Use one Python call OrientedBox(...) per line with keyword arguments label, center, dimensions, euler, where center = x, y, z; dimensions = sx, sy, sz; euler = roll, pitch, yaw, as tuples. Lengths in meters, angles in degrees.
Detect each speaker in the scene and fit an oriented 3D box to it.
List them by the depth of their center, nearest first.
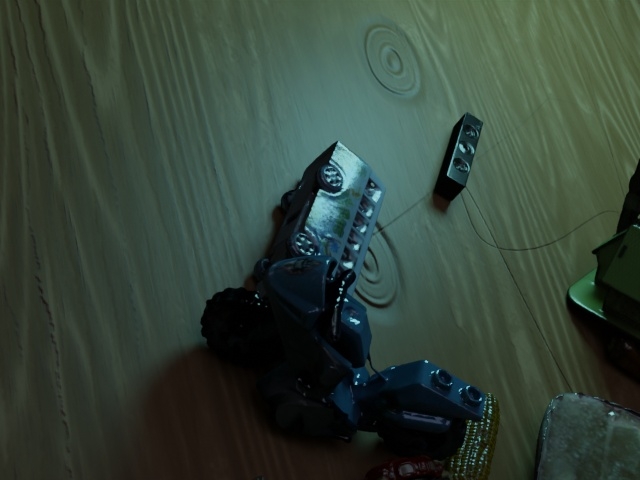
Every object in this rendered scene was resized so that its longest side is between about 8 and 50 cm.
OrientedBox(label="speaker", center=(0.245, -0.150, 2.274), dimensions=(0.040, 0.046, 0.191), euler=(31, 43, -10))

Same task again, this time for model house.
OrientedBox(label="model house", center=(0.569, 0.009, 2.152), dimensions=(0.218, 0.278, 0.205), euler=(31, 39, 28))

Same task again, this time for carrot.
OrientedBox(label="carrot", center=(0.554, 0.217, 2.178), dimensions=(0.161, 0.055, 0.055), euler=(39, 43, -10))

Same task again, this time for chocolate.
OrientedBox(label="chocolate", center=(0.396, 0.369, 1.914), dimensions=(0.185, 0.100, 0.303), euler=(23, 42, -1))

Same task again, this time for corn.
OrientedBox(label="corn", center=(0.221, 0.303, 1.874), dimensions=(0.068, 0.068, 0.207), euler=(32, 43, -7))

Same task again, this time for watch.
OrientedBox(label="watch", center=(0.141, 0.421, 1.723), dimensions=(0.165, 0.102, 0.268), euler=(-10, 70, -40))

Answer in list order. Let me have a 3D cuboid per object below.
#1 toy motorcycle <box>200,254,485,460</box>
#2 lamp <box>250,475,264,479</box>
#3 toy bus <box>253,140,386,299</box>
OrientedBox(label="toy motorcycle", center=(0.042, 0.160, 1.757), dimensions=(0.416, 0.232, 0.172), euler=(32, 39, -8))
OrientedBox(label="lamp", center=(-0.021, 0.359, 1.706), dimensions=(0.198, 0.056, 0.050), euler=(24, 44, -30))
OrientedBox(label="toy bus", center=(0.000, 0.000, 1.957), dimensions=(0.136, 0.109, 0.329), euler=(37, 44, -17))
